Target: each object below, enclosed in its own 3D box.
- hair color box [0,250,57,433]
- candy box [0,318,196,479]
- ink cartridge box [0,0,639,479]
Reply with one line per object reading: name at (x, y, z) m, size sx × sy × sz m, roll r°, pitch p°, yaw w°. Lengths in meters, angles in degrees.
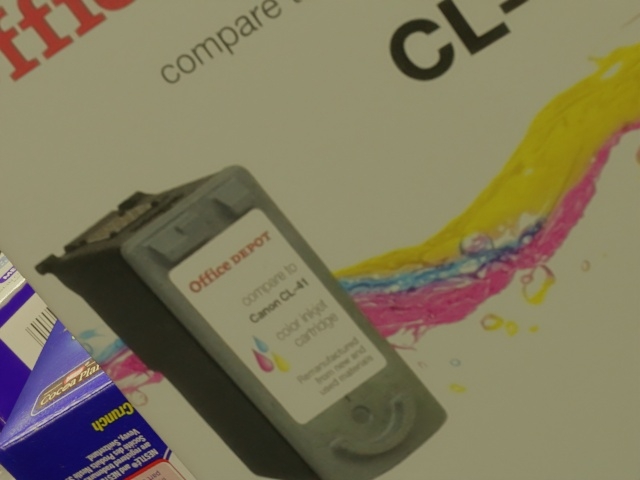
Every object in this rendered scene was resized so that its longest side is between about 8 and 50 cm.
hair color box at (-0.234, 0.049, 1.113) m, size 0.185 × 0.110 × 0.339 m, roll -47°, pitch 20°, yaw -22°
candy box at (0.000, 0.000, 0.781) m, size 0.268 × 0.122 × 0.317 m, roll -31°, pitch 21°, yaw 21°
ink cartridge box at (0.043, -0.017, 0.459) m, size 0.226 × 0.306 × 0.131 m, roll -30°, pitch 21°, yaw 24°
